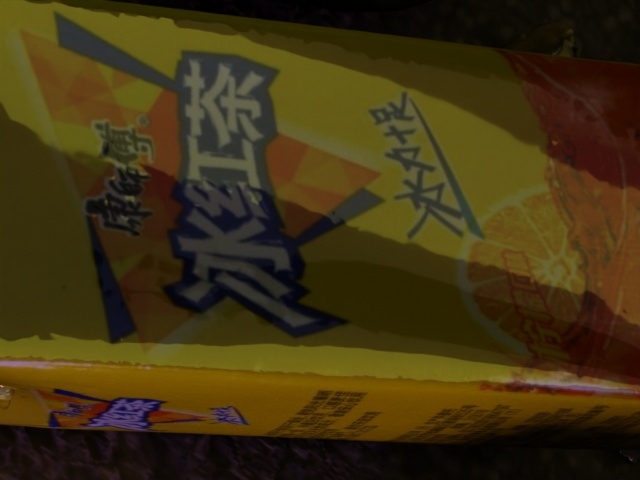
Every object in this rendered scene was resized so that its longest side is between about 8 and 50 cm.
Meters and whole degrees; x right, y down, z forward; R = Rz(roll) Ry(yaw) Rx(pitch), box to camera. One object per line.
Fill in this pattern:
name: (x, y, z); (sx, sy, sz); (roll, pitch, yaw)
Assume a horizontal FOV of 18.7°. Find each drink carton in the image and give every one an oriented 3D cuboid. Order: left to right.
drink carton: (0.000, 0.000, 0.786); (0.351, 0.111, 0.155); (5, 71, -20)

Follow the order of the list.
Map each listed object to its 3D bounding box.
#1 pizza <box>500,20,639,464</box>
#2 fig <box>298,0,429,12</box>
pizza: (0.129, -0.009, 0.944); (0.188, 0.080, 0.204); (34, 57, -22)
fig: (0.024, -0.267, 0.859); (0.258, 0.258, 0.326); (-8, 68, -36)
